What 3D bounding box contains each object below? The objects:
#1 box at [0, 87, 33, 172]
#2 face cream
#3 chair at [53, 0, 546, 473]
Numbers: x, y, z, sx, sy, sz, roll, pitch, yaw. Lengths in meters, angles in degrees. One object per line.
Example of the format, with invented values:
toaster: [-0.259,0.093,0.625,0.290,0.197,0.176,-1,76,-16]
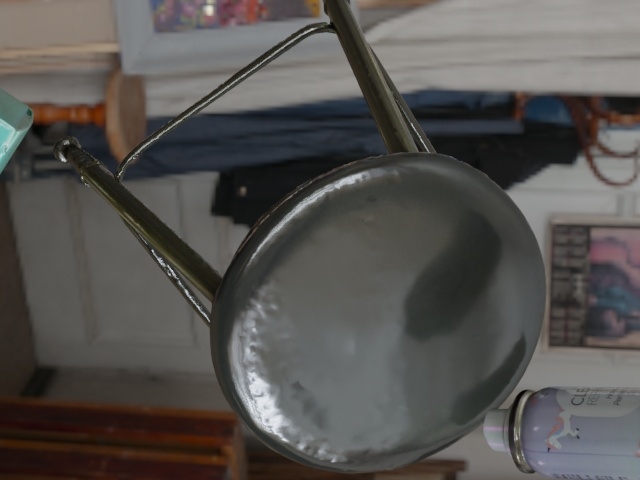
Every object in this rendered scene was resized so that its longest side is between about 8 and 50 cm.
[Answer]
box: [-0.429,-0.106,1.053,0.205,0.311,0.118,-56,-167,7]
face cream: [0.236,0.150,0.956,0.075,0.229,0.075,10,78,-58]
chair: [0.000,0.000,1.238,0.362,0.365,0.410,56,-1,-27]
